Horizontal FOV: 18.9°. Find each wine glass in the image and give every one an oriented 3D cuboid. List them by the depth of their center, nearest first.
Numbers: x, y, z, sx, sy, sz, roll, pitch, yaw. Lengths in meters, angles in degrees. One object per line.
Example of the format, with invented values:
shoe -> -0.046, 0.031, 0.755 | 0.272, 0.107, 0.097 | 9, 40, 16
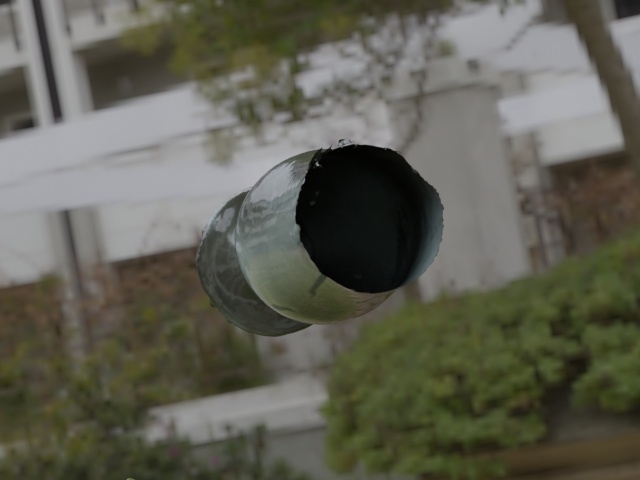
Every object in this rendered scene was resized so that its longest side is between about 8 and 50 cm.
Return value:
wine glass -> 0.000, 0.000, 1.086 | 0.103, 0.103, 0.222 | -10, -3, -16

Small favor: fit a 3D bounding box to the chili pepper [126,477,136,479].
chili pepper -> -0.166, 0.285, 1.488 | 0.052, 0.201, 0.050 | 10, -5, 35
